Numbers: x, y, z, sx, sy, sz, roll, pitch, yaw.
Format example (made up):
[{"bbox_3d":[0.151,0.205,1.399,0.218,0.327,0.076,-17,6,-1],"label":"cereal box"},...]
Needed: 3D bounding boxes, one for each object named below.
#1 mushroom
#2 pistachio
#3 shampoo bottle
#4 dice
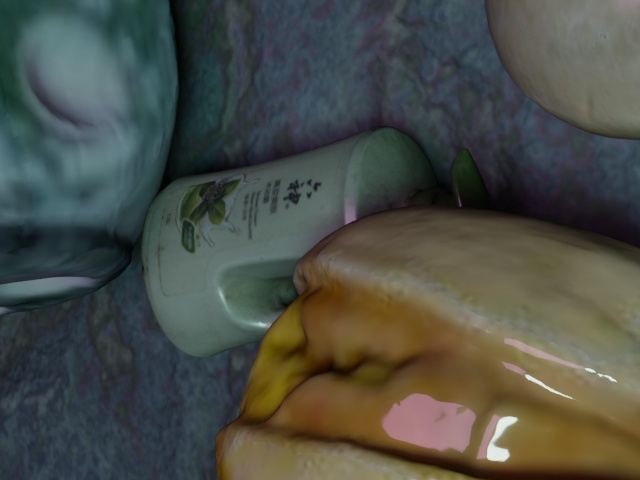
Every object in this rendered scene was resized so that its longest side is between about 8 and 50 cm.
[{"bbox_3d":[0.180,-0.107,0.582,0.204,0.204,0.204,5,97,41],"label":"mushroom"},{"bbox_3d":[0.101,0.106,0.628,0.309,0.230,0.229,15,104,24],"label":"pistachio"},{"bbox_3d":[0.000,0.000,0.793,0.234,0.087,0.118,-12,81,41],"label":"shampoo bottle"},{"bbox_3d":[-0.313,-0.110,0.877,0.330,0.328,0.348,-25,73,46],"label":"dice"}]
